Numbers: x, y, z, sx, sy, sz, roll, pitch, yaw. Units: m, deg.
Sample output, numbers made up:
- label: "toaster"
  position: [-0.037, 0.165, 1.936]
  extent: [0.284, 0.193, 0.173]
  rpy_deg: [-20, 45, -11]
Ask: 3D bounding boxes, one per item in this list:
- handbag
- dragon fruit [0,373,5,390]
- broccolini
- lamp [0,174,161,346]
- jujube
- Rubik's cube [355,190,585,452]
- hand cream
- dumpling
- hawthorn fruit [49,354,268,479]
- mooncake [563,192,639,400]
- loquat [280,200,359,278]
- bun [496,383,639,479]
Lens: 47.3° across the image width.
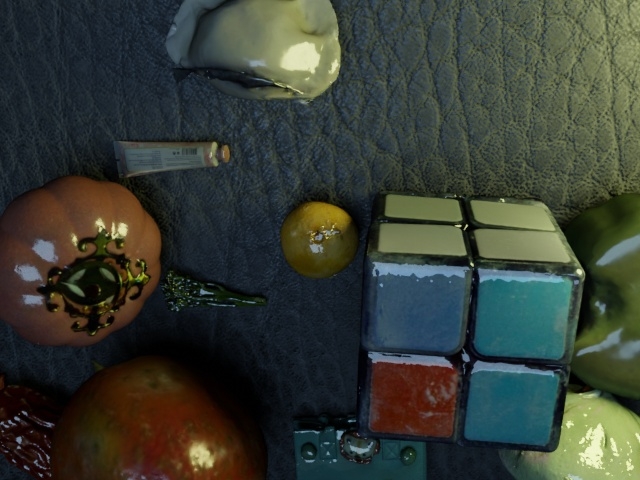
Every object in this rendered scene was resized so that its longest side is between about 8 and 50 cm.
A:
- label: "handbag"
  position: [0.079, 0.480, 1.455]
  extent: [0.268, 0.100, 0.274]
  rpy_deg: [0, 112, 7]
- label: "dragon fruit"
  position: [-0.788, 0.361, 1.456]
  extent: [0.262, 0.211, 0.134]
  rpy_deg: [0, 104, 13]
- label: "broccolini"
  position: [-0.202, 0.102, 1.378]
  extent: [0.201, 0.058, 0.074]
  rpy_deg: [6, 127, -12]
- label: "lamp"
  position: [-0.430, 0.031, 1.261]
  extent: [0.239, 0.305, 0.305]
  rpy_deg: [28, 127, 44]
- label: "jujube"
  position: [-0.564, 0.386, 1.467]
  extent: [0.230, 0.155, 0.155]
  rpy_deg: [30, 112, 3]
- label: "Rubik's cube"
  position: [0.223, 0.117, 1.181]
  extent: [0.316, 0.313, 0.318]
  rpy_deg: [3, 111, 5]
- label: "hand cream"
  position: [-0.263, -0.146, 1.283]
  extent: [0.209, 0.043, 0.067]
  rpy_deg: [-1, 109, 12]
- label: "dumpling"
  position: [-0.109, -0.318, 1.135]
  extent: [0.293, 0.163, 0.204]
  rpy_deg: [18, 117, 12]
- label: "hawthorn fruit"
  position: [-0.315, 0.383, 1.334]
  extent: [0.402, 0.403, 0.403]
  rpy_deg: [2, 112, 6]
- label: "mooncake"
  position: [0.552, 0.092, 1.206]
  extent: [0.351, 0.187, 0.351]
  rpy_deg: [3, 109, 8]
- label: "loquat"
  position: [0.000, 0.000, 1.260]
  extent: [0.141, 0.141, 0.141]
  rpy_deg: [2, 112, 6]
- label: "bun"
  position: [0.459, 0.339, 1.269]
  extent: [0.293, 0.293, 0.187]
  rpy_deg: [14, 98, 1]
